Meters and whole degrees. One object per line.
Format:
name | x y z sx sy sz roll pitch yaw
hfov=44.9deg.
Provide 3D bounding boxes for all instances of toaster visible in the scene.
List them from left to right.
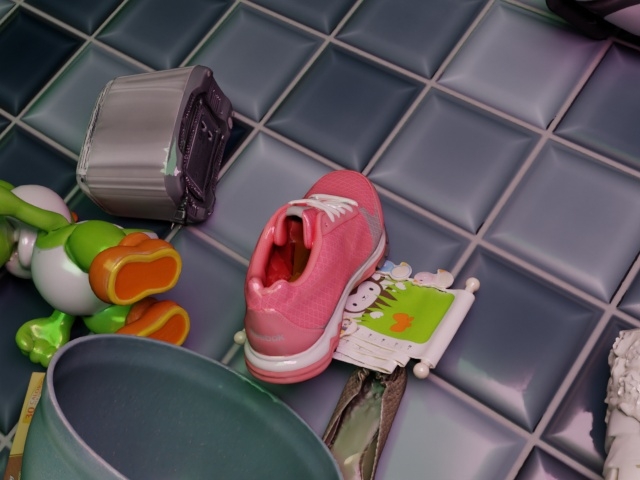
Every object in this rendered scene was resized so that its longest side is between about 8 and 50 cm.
toaster | -0.207 -0.112 0.977 0.146 0.129 0.227 1 66 17

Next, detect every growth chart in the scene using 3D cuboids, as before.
growth chart | 0.044 0.075 0.859 0.237 0.021 0.172 9 44 22

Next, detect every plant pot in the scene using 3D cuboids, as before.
plant pot | -0.150 0.248 0.720 0.293 0.293 0.196 33 101 24

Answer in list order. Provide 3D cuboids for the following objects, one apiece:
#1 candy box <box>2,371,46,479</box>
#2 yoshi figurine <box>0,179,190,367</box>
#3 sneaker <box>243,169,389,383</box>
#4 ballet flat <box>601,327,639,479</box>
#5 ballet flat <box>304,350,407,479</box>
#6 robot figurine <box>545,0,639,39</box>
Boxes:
candy box | -0.285 0.245 0.856 0.109 0.053 0.187 2 63 13
yoshi figurine | -0.334 0.029 0.894 0.362 0.203 0.204 23 81 33
sneaker | 0.000 0.000 0.832 0.116 0.136 0.314 5 42 17
ballet flat | 0.323 0.262 0.661 0.147 0.147 0.409 -19 61 2
ballet flat | 0.029 0.224 0.795 0.084 0.058 0.250 18 69 18
robot figurine | 0.388 -0.321 0.887 0.209 0.278 0.173 -62 28 20
